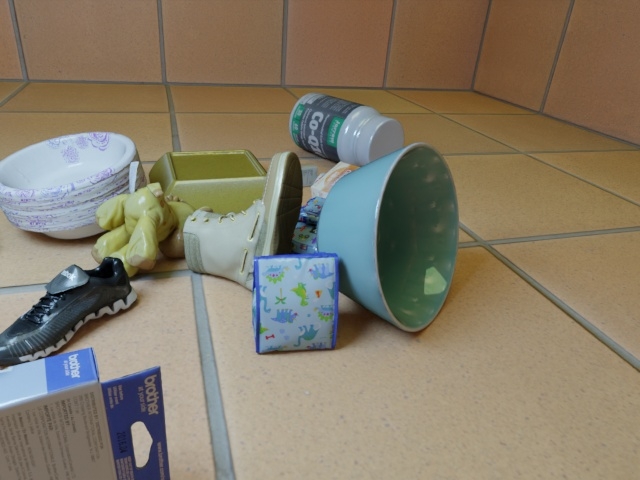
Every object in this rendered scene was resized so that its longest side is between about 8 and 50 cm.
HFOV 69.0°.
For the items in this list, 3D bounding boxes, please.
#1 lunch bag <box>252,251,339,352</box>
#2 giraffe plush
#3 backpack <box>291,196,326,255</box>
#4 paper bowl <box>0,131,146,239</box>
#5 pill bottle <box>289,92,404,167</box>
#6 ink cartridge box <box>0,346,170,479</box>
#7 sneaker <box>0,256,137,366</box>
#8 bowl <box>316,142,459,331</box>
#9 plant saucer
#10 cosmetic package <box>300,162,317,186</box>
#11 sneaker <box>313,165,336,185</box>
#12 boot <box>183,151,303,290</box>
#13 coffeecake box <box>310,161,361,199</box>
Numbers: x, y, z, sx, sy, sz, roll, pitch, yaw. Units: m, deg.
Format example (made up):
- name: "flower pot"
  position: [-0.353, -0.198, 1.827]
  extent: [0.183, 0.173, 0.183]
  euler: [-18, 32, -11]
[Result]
- name: "lunch bag"
  position: [-0.040, 0.088, 0.717]
  extent: [0.129, 0.151, 0.096]
  euler: [-2, 29, -12]
- name: "giraffe plush"
  position: [-0.315, -0.028, 0.912]
  extent: [0.182, 0.210, 0.170]
  euler: [18, 0, 32]
- name: "backpack"
  position: [0.000, 0.000, 0.932]
  extent: [0.158, 0.116, 0.173]
  euler: [18, 31, 22]
- name: "paper bowl"
  position: [-0.520, -0.111, 0.995]
  extent: [0.285, 0.148, 0.284]
  euler: [-3, 38, 2]
- name: "pill bottle"
  position: [0.082, -0.353, 1.528]
  extent: [0.204, 0.204, 0.361]
  euler: [-20, 35, -38]
- name: "ink cartridge box"
  position: [-0.298, 0.207, 0.408]
  extent: [0.311, 0.185, 0.065]
  euler: [-10, 29, -27]
- name: "sneaker"
  position: [-0.387, 0.092, 0.702]
  extent: [0.078, 0.106, 0.234]
  euler: [18, 30, 26]
- name: "bowl"
  position: [0.108, -0.010, 0.812]
  extent: [0.163, 0.311, 0.312]
  euler: [5, 23, 37]
- name: "plant saucer"
  position: [-0.284, -0.171, 1.255]
  extent: [0.333, 0.080, 0.332]
  euler: [-6, 29, -20]
- name: "cosmetic package"
  position: [-0.068, -0.185, 1.337]
  extent: [0.115, 0.060, 0.041]
  euler: [-9, 30, -28]
- name: "sneaker"
  position: [0.040, -0.167, 1.344]
  extent: [0.065, 0.061, 0.158]
  euler: [43, 39, 10]
- name: "boot"
  position: [-0.145, -0.044, 0.848]
  extent: [0.204, 0.261, 0.095]
  euler: [15, 13, 23]
- name: "coffeecake box"
  position: [0.092, -0.122, 1.197]
  extent: [0.186, 0.068, 0.142]
  euler: [21, 47, 28]
